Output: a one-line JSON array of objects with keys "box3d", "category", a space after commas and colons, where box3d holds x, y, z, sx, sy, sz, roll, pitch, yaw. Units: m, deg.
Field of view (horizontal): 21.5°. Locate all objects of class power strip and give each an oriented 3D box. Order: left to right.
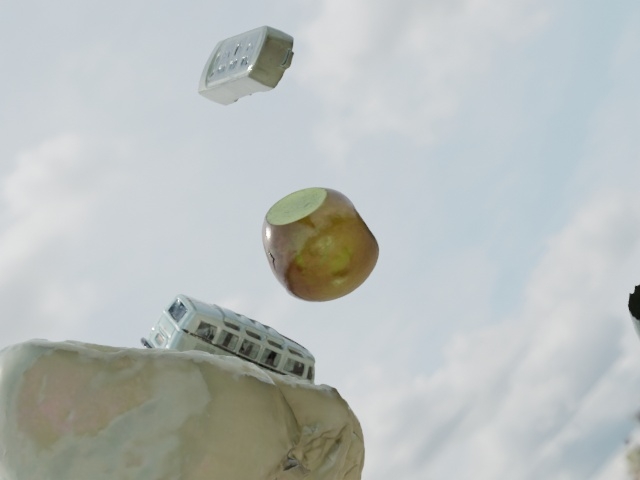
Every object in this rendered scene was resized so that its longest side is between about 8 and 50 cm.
[{"box3d": [-0.093, -0.219, 2.119, 0.286, 0.048, 0.080, 4, 75, 71], "category": "power strip"}]

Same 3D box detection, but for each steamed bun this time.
[{"box3d": [-0.108, 0.191, 1.214, 0.320, 0.206, 0.275, 12, -16, -34], "category": "steamed bun"}]

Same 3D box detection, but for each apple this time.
[{"box3d": [0.003, 0.005, 2.342, 0.147, 0.146, 0.163, -25, 25, 12], "category": "apple"}]

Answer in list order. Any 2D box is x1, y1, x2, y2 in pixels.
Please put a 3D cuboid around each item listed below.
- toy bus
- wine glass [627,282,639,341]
[{"box3d": [-0.089, 0.126, 1.809, 0.194, 0.087, 0.089, 25, -83, -27], "category": "toy bus"}, {"box3d": [0.409, 0.226, 1.864, 0.309, 0.096, 0.264, 57, -134, -33], "category": "wine glass"}]
